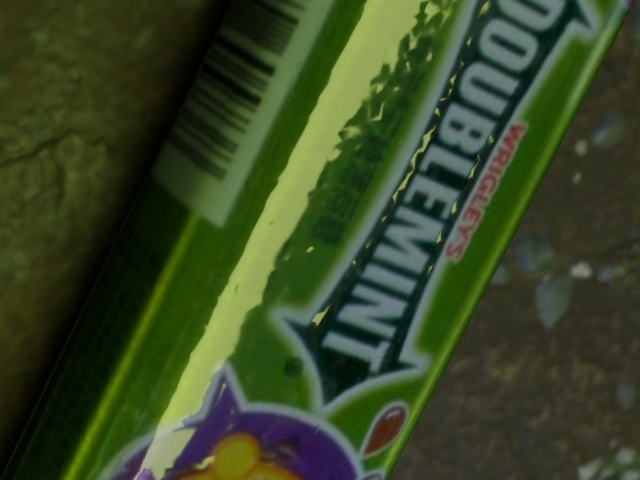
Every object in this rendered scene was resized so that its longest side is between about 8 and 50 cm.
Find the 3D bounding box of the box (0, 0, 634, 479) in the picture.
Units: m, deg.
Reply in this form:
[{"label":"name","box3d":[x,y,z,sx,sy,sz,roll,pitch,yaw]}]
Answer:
[{"label":"box","box3d":[0.000,0.000,0.590,0.134,0.097,0.346,23,98,-29]}]
